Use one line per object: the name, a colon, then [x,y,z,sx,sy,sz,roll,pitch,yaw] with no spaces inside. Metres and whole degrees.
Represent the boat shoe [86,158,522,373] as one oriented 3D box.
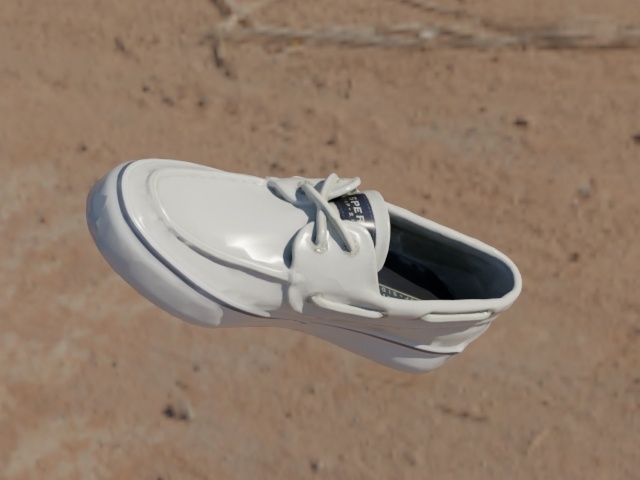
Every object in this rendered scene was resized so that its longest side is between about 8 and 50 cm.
boat shoe: [0.000,0.000,0.835,0.258,0.084,0.095,15,50,-41]
